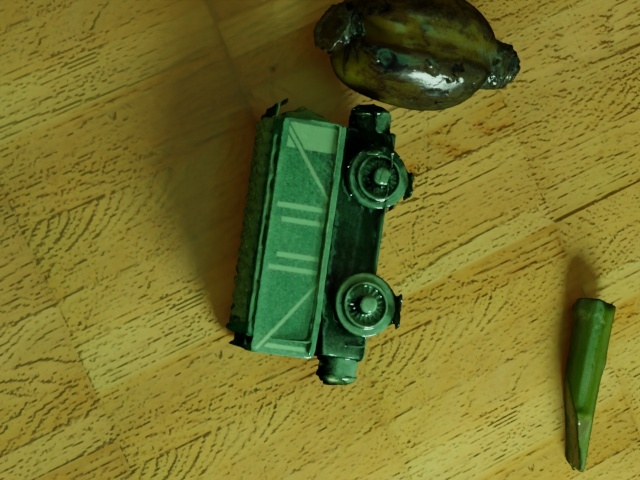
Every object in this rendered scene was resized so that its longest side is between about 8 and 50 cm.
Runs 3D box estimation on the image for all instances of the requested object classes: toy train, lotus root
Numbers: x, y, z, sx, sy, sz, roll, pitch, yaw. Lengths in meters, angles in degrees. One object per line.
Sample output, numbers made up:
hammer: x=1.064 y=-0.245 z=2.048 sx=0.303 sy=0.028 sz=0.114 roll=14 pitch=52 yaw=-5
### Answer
toy train: x=0.000 y=0.000 z=1.530 sx=0.154 sy=0.115 sz=0.270 roll=8 pitch=89 yaw=-9
lotus root: x=0.095 y=-0.185 z=1.553 sx=0.209 sy=0.120 sz=0.120 roll=11 pitch=88 yaw=-18

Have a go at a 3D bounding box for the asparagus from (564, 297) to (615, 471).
asparagus: x=0.268 y=0.148 z=1.651 sx=0.045 sy=0.041 sz=0.178 roll=13 pitch=87 yaw=-62
